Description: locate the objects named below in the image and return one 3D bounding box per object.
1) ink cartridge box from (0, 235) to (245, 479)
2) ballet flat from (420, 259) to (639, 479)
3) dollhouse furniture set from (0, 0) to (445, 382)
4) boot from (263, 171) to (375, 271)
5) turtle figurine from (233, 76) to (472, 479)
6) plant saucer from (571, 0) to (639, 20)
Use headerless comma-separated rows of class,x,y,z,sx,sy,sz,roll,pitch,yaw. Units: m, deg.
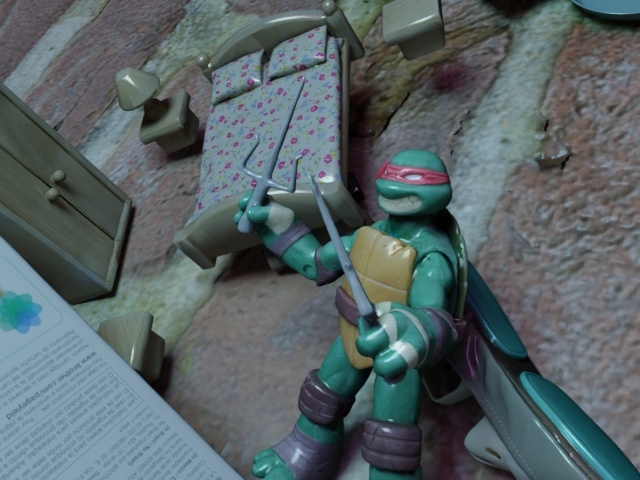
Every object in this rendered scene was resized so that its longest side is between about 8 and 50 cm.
ink cartridge box,-0.149,0.135,0.338,0.311,0.065,0.186,42,37,5
ballet flat,0.102,0.088,0.401,0.068,0.072,0.213,-49,45,18
dollhouse furniture set,-0.095,-0.066,0.484,0.356,0.174,0.303,-17,49,23
boot,0.000,0.000,0.524,0.087,0.042,0.118,-27,47,9
turtle figurine,0.024,0.036,0.366,0.118,0.234,0.175,2,12,-22
plant saucer,0.270,-0.225,0.597,0.120,0.021,0.119,-11,50,13
